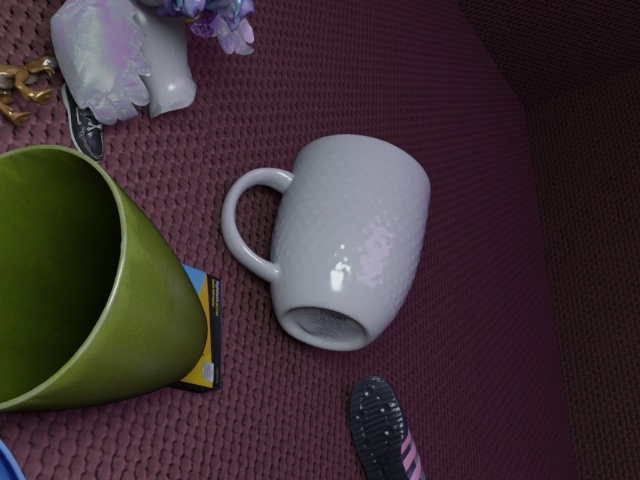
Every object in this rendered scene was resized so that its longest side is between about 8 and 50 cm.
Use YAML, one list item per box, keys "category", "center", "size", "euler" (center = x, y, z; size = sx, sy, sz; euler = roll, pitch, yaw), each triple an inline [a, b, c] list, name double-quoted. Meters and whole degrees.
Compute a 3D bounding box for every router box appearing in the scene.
- category: "router box"
  center: [-0.206, 0.126, 1.034]
  size: [0.133, 0.046, 0.178]
  euler: [28, 51, -49]

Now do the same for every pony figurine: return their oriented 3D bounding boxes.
- category: "pony figurine"
  center: [-0.217, -0.351, 0.894]
  size: [0.303, 0.363, 0.351]
  euler: [-39, 120, -24]

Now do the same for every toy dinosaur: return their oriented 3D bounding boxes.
- category: "toy dinosaur"
  center: [-0.411, -0.204, 0.890]
  size: [0.112, 0.064, 0.211]
  euler: [46, 28, 10]

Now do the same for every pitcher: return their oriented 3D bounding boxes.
- category: "pitcher"
  center: [-0.266, -0.322, 1.127]
  size: [0.177, 0.126, 0.207]
  euler: [-90, 161, -66]

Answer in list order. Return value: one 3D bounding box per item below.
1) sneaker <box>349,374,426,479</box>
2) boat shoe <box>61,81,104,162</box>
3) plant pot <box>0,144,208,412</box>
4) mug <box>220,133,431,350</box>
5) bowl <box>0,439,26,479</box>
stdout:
- category: "sneaker"
  center: [0.139, 0.419, 1.396]
  size: [0.131, 0.112, 0.318]
  euler: [-1, 77, -76]
- category: "boat shoe"
  center: [-0.333, -0.174, 0.999]
  size: [0.046, 0.038, 0.125]
  euler: [-7, 80, -60]
- category: "plant pot"
  center: [-0.261, 0.078, 0.806]
  size: [0.293, 0.275, 0.274]
  euler: [47, 36, -62]
- category: "mug"
  center: [0.000, 0.000, 1.259]
  size: [0.374, 0.276, 0.328]
  euler: [24, 56, -14]
- category: "bowl"
  center: [-0.400, 0.291, 0.507]
  size: [0.391, 0.077, 0.390]
  euler: [-4, 96, -54]
